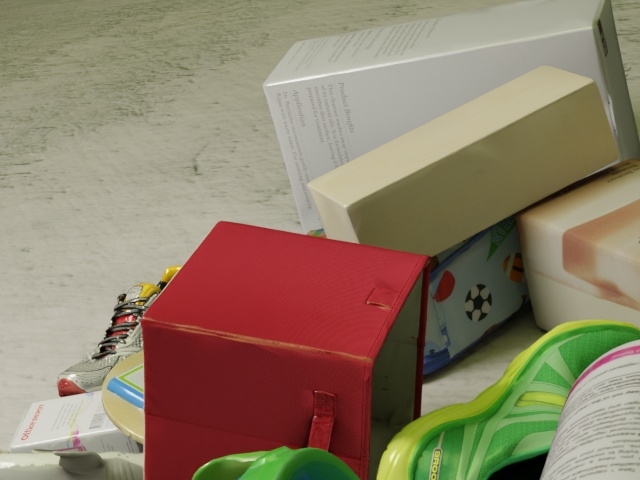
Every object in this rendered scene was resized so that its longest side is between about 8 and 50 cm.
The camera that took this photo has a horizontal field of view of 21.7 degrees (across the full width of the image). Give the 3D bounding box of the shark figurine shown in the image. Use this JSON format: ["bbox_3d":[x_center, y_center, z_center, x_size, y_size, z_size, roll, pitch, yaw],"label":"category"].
[{"bbox_3d":[-0.266,0.232,1.446,0.278,0.116,0.166,-1,-9,13],"label":"shark figurine"}]

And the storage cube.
[{"bbox_3d":[-0.027,0.114,1.382,0.193,0.184,0.215,10,29,15],"label":"storage cube"}]

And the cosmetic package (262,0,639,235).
[{"bbox_3d":[0.153,-0.137,1.891,0.385,0.217,0.156,-7,24,17],"label":"cosmetic package"}]

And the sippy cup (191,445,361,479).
[{"bbox_3d":[-0.076,0.272,1.080,0.224,0.240,0.305,-19,-5,21],"label":"sippy cup"}]

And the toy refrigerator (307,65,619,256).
[{"bbox_3d":[0.135,-0.062,1.571,0.269,0.094,0.102,-28,22,-14],"label":"toy refrigerator"}]

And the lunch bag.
[{"bbox_3d":[0.103,0.018,1.689,0.303,0.115,0.243,-32,25,-33],"label":"lunch bag"}]

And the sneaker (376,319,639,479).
[{"bbox_3d":[0.174,0.163,1.338,0.295,0.109,0.123,-29,49,-35],"label":"sneaker"}]

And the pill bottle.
[{"bbox_3d":[0.218,0.198,1.115,0.160,0.160,0.283,-6,23,22],"label":"pill bottle"}]

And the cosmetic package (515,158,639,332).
[{"bbox_3d":[0.320,0.035,1.479,0.153,0.129,0.296,-24,24,-22],"label":"cosmetic package"}]

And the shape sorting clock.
[{"bbox_3d":[-0.099,0.148,1.552,0.206,0.040,0.206,2,28,-1],"label":"shape sorting clock"}]

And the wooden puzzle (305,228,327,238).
[{"bbox_3d":[0.000,0.000,1.663,0.083,0.006,0.049,-9,22,32],"label":"wooden puzzle"}]

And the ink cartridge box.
[{"bbox_3d":[-0.221,0.184,1.579,0.122,0.052,0.088,-10,22,9],"label":"ink cartridge box"}]

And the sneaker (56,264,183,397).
[{"bbox_3d":[-0.194,0.096,1.706,0.088,0.093,0.225,-1,23,33],"label":"sneaker"}]
